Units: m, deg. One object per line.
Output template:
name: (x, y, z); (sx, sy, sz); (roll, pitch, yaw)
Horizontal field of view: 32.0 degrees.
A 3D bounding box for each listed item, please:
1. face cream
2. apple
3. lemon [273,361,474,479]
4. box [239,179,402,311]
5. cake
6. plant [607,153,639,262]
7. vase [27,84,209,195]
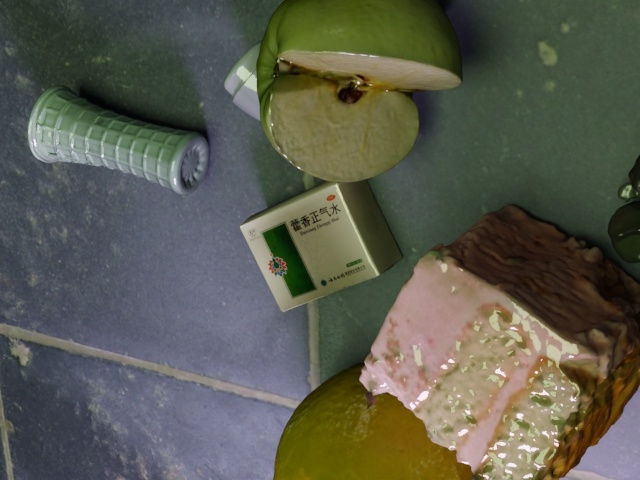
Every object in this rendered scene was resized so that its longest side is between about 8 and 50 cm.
face cream: (-0.085, -0.248, 1.753); (0.104, 0.117, 0.117); (42, 125, 0)
apple: (0.042, -0.249, 1.582); (0.295, 0.257, 0.233); (120, 148, -46)
lemon: (0.081, 0.390, 1.772); (0.364, 0.364, 0.364); (12, 115, 27)
box: (0.000, 0.000, 1.817); (0.212, 0.095, 0.168); (-23, 94, 35)
cake: (0.283, 0.143, 1.581); (0.306, 0.314, 0.293); (35, 121, 25)
plant: (0.491, -0.073, 1.433); (0.199, 0.188, 0.276); (30, 121, 19)
vase: (-0.345, -0.166, 1.935); (0.298, 0.143, 0.143); (18, 117, 22)
